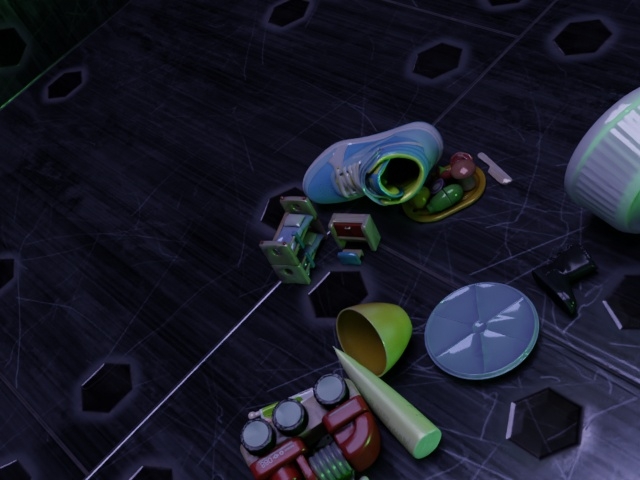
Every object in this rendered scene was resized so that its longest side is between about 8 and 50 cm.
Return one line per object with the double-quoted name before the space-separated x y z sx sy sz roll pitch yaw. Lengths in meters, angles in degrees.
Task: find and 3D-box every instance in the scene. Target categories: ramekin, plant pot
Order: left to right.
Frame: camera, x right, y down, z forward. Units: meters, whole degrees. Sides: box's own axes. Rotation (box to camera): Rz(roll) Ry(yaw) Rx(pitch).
"plant pot" 0.107 0.164 1.596 0.095 0.134 0.134 -25 38 -32
"ramekin" 0.563 -0.131 1.532 0.272 0.273 0.127 -33 55 -4

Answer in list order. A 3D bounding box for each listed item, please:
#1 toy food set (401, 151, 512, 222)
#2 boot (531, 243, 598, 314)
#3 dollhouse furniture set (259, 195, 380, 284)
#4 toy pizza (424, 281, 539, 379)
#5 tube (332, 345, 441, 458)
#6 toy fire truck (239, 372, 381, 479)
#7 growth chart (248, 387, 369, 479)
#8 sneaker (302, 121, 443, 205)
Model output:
"toy food set" 0.259 -0.126 1.805 0.217 0.071 0.128 -27 44 2
"boot" 0.440 0.064 1.567 0.099 0.045 0.121 -29 44 -5
"dollhouse furniture set" 0.000 0.000 1.780 0.183 0.129 0.129 2 52 28
"toy pizza" 0.282 0.160 1.566 0.201 0.032 0.201 -13 47 14
"tube" 0.106 0.269 1.521 0.062 0.070 0.240 -8 34 -38
"toy fire truck" 0.007 0.361 1.428 0.217 0.158 0.246 -31 57 -4
"growth chart" -0.018 0.355 1.550 0.172 0.021 0.237 -27 45 0
"sneaker" 0.082 -0.128 1.794 0.319 0.127 0.208 -22 18 25
